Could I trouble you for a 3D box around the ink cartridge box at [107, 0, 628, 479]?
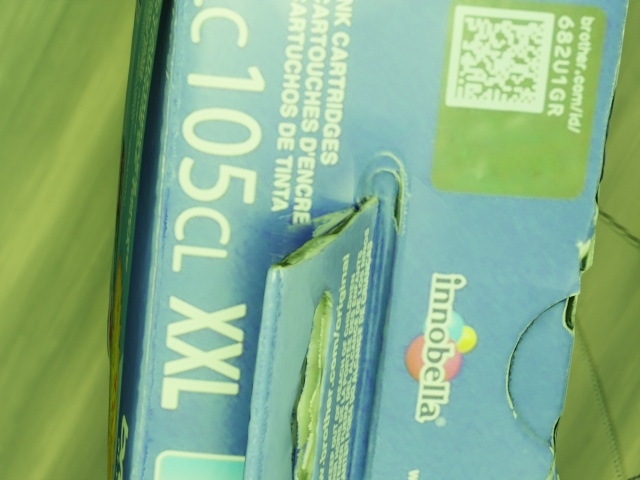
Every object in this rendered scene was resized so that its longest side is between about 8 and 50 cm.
[{"bbox_3d":[0.000,0.000,0.744,0.151,0.395,0.270,4,106,-9],"label":"ink cartridge box"}]
